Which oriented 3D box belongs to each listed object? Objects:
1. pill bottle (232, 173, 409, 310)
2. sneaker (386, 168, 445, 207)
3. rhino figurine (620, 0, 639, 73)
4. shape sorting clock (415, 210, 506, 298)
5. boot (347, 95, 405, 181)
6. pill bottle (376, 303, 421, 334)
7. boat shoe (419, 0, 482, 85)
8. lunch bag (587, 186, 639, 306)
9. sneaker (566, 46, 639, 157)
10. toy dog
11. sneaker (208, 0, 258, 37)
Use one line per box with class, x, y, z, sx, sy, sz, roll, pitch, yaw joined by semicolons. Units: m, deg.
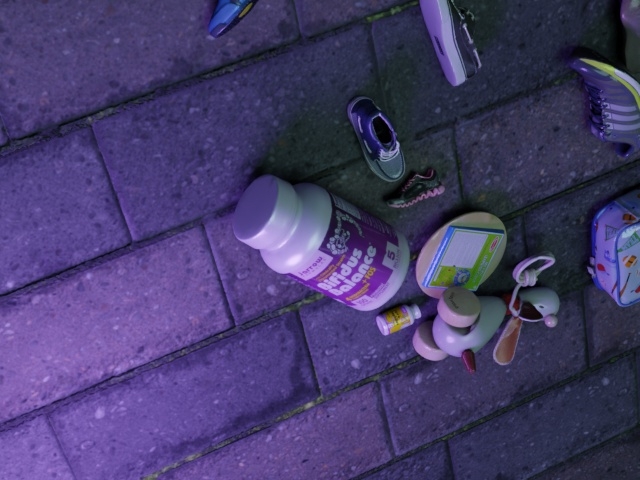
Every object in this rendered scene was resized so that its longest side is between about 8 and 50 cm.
pill bottle;0.000;0.000;1.855;0.301;0.169;0.169;26;104;-34
sneaker;0.172;-0.099;1.964;0.119;0.047;0.057;-22;108;-16
rhino figurine;0.605;-0.422;1.964;0.106;0.073;0.243;-25;123;-14
shape sorting clock;0.278;0.029;2.080;0.206;0.040;0.206;-13;128;-17
boot;0.111;-0.165;1.865;0.069;0.086;0.190;-37;126;-3
pill bottle;0.156;0.154;2.091;0.083;0.043;0.043;-22;124;-13
boat shoe;0.228;-0.371;1.817;0.070;0.078;0.219;-30;134;-6
lunch bag;0.706;0.000;2.225;0.303;0.115;0.243;-23;127;-13
sneaker;0.559;-0.257;2.016;0.300;0.111;0.121;35;103;-33
toy dog;0.357;0.177;2.111;0.334;0.161;0.220;-20;149;-10
sneaker;-0.121;-0.414;1.641;0.082;0.069;0.209;39;108;-3
